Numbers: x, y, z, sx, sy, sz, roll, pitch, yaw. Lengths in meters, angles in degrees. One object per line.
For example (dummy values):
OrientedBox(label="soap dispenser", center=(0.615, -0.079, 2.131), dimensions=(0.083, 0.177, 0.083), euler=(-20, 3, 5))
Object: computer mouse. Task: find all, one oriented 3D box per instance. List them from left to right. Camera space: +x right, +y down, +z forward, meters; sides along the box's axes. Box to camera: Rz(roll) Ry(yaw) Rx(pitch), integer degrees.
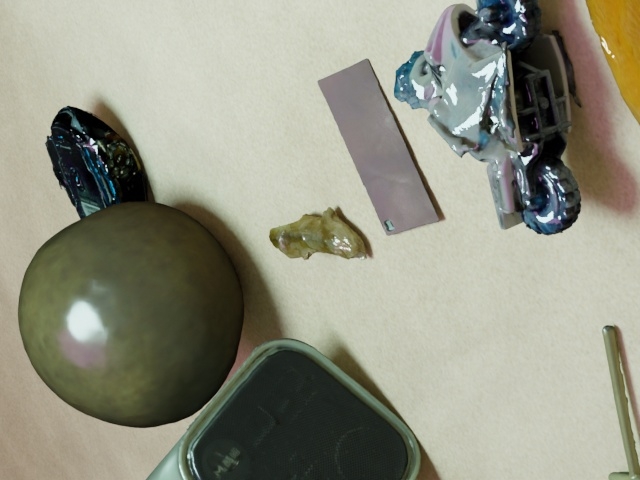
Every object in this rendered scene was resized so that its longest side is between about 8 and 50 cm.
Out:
OrientedBox(label="computer mouse", center=(-0.286, -0.080, 2.441), dimensions=(0.146, 0.077, 0.241), euler=(20, 134, 50))

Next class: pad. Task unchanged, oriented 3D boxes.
OrientedBox(label="pad", center=(0.062, -0.098, 1.952), dimensions=(0.113, 0.006, 0.187), euler=(-17, 99, 62))

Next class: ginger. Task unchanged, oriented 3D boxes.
OrientedBox(label="ginger", center=(-0.001, -0.006, 2.097), dimensions=(0.137, 0.044, 0.057), euler=(3, 74, 48))

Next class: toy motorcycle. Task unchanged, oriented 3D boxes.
OrientedBox(label="toy motorcycle", center=(0.149, -0.124, 1.697), dimensions=(0.204, 0.108, 0.239), euler=(3, 95, 51))

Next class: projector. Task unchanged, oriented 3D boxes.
OrientedBox(label="projector", center=(-0.059, 0.299, 2.208), dimensions=(0.248, 0.248, 0.249), euler=(40, 149, 1))

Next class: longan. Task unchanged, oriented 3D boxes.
OrientedBox(label="longan", center=(-0.235, 0.093, 2.308), dimensions=(0.297, 0.297, 0.297), euler=(38, 144, 35))

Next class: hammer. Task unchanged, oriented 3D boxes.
OrientedBox(label="hammer", center=(0.295, 0.167, 1.806), dimensions=(0.060, 0.028, 0.195), euler=(23, 131, 57))

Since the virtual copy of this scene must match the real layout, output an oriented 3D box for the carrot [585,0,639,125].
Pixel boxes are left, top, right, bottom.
OrientedBox(label="carrot", center=(0.314, -0.170, 1.418), dimensions=(0.307, 0.100, 0.258), euler=(53, 153, 30))
